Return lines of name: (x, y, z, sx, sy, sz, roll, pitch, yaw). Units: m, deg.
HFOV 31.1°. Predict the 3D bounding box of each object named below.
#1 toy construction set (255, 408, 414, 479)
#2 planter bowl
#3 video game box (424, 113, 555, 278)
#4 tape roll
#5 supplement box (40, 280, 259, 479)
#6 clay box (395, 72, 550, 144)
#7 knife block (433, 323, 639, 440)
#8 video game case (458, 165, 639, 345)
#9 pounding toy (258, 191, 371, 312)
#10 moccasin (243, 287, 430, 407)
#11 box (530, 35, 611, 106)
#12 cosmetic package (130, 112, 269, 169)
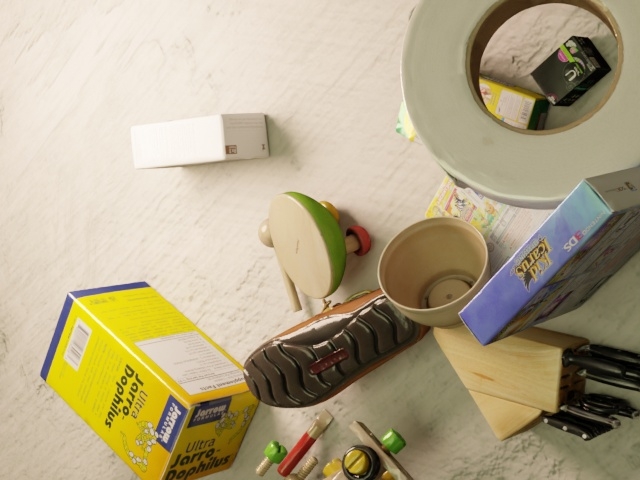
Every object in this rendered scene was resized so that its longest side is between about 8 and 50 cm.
toy construction set: (0.048, 0.372, 1.839, 0.237, 0.257, 0.309, -53, 38, 10)
planter bowl: (0.176, 0.061, 1.664, 0.162, 0.109, 0.162, -13, 50, 16)
video game box: (0.259, -0.046, 1.649, 0.187, 0.048, 0.205, 44, 139, 17)
tape roll: (0.300, -0.233, 1.537, 0.391, 0.072, 0.392, -3, 82, 19)
supplement box: (-0.311, 0.256, 2.093, 0.356, 0.194, 0.195, 37, 116, 31)
clay box: (0.221, -0.185, 1.708, 0.222, 0.053, 0.128, 27, 113, 35)
knife block: (0.323, 0.167, 1.640, 0.242, 0.088, 0.276, -44, 67, 32)
video game case: (0.337, 0.012, 1.492, 0.061, 0.244, 0.269, 53, 130, 20)
pounding toy: (0.000, 0.000, 1.894, 0.183, 0.110, 0.237, 63, 154, 6)
moccasin: (0.029, 0.161, 1.858, 0.380, 0.147, 0.139, -37, 86, 31)
box: (0.348, -0.235, 1.601, 0.083, 0.052, 0.062, -42, 69, 34)
cosmetic package: (-0.214, -0.174, 2.022, 0.231, 0.117, 0.086, -4, 93, 38)
